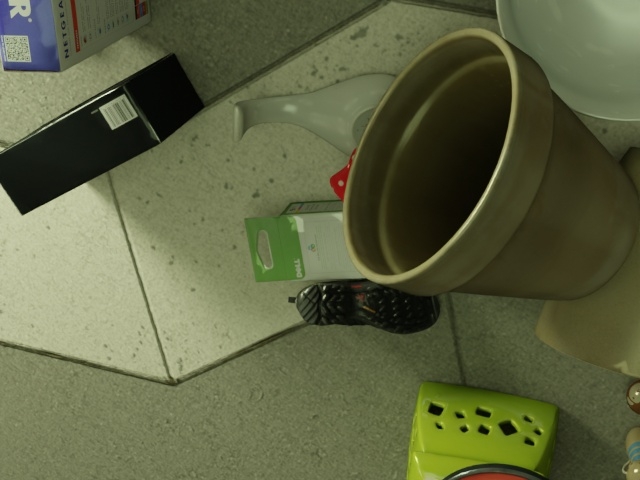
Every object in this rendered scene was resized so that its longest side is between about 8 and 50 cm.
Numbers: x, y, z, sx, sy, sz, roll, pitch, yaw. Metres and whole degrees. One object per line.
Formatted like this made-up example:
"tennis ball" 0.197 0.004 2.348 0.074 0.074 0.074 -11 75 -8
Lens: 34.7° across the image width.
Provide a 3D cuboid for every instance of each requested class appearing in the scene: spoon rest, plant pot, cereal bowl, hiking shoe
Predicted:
"spoon rest" 0.015 -0.175 1.471 0.276 0.084 0.137 3 116 -1
"plant pot" 0.230 -0.059 1.271 0.280 0.323 0.323 21 121 -28
"plant pot" 0.443 0.022 1.363 0.256 0.256 0.274 14 100 9
"cereal bowl" 0.387 -0.325 1.255 0.338 0.141 0.339 6 118 11
"hiking shoe" 0.068 0.091 1.566 0.226 0.114 0.086 7 94 -15
"plant pot" 0.237 0.379 1.577 0.227 0.207 0.228 8 116 10

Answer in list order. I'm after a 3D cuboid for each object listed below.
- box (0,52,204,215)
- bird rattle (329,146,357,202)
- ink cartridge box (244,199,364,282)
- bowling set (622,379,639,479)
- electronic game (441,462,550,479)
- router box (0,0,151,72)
"box" -0.325 -0.157 1.498 0.261 0.184 0.103 -24 108 23
"bird rattle" 0.151 -0.054 1.450 0.253 0.143 0.207 46 80 -6
"ink cartridge box" 0.000 0.000 1.549 0.209 0.062 0.109 -3 111 16
"bowling set" 0.511 0.319 1.506 0.200 0.154 0.287 43 116 -7
"electronic game" 0.255 0.411 1.443 0.229 0.048 0.229 6 116 12
"router box" -0.324 -0.415 1.317 0.082 0.301 0.336 4 114 12
